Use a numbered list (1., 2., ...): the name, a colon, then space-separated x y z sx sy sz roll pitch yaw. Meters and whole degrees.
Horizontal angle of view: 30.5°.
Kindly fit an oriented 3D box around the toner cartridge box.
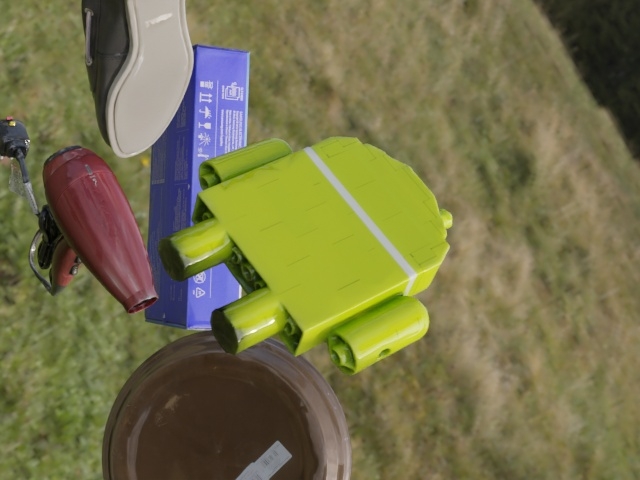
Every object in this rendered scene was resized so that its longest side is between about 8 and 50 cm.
1. toner cartridge box: -0.160 -0.064 1.501 0.075 0.165 0.348 3 89 -25

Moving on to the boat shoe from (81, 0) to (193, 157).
1. boat shoe: -0.205 -0.238 1.278 0.095 0.112 0.335 47 -35 27

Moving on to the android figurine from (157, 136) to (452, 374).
1. android figurine: 0.000 0.000 1.055 0.273 0.056 0.248 -26 64 -32

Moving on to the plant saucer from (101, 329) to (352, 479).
1. plant saucer: -0.105 0.233 1.253 0.278 0.278 0.041 63 6 9

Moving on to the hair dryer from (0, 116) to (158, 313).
1. hair dryer: -0.262 -0.008 1.309 0.293 0.080 0.223 35 -37 46
